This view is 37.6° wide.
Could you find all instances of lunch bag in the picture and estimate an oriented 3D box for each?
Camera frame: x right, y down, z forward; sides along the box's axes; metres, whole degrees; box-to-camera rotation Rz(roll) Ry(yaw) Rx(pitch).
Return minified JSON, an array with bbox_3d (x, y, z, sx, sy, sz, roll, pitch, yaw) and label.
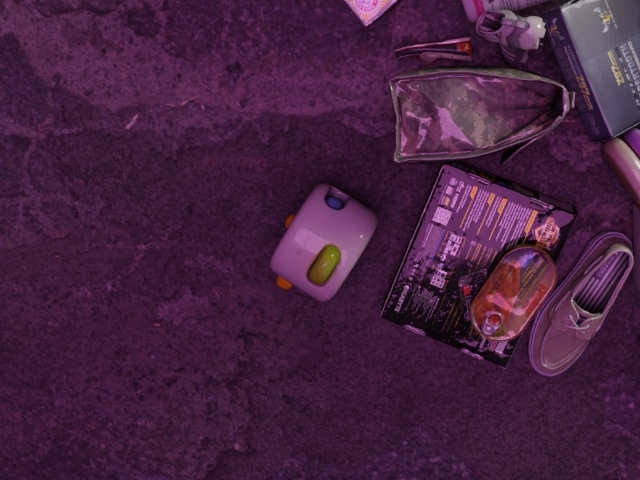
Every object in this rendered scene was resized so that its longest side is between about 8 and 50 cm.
[{"bbox_3d":[0.273,-0.211,1.571,0.287,0.235,0.169,-3,99,12],"label":"lunch bag"}]

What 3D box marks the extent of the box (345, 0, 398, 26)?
[{"bbox_3d":[0.060,-0.477,1.602,0.103,0.114,0.203,-39,97,18],"label":"box"}]

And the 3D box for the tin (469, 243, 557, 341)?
[{"bbox_3d":[0.342,0.093,1.668,0.106,0.040,0.190,33,108,4],"label":"tin"}]

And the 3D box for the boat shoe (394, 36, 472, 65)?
[{"bbox_3d":[0.199,-0.329,1.654,0.137,0.049,0.043,-6,106,7],"label":"boat shoe"}]

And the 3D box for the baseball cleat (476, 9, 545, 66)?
[{"bbox_3d":[0.308,-0.341,1.549,0.109,0.206,0.072,19,88,1],"label":"baseball cleat"}]

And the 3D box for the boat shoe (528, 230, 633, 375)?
[{"bbox_3d":[0.465,0.120,1.700,0.109,0.094,0.302,25,108,3],"label":"boat shoe"}]

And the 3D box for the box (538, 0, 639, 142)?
[{"bbox_3d":[0.481,-0.303,1.551,0.183,0.059,0.233,-28,99,-24],"label":"box"}]

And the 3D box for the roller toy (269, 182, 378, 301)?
[{"bbox_3d":[0.000,0.000,1.704,0.146,0.209,0.191,32,69,0],"label":"roller toy"}]

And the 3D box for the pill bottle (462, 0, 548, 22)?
[{"bbox_3d":[0.359,-0.469,1.526,0.283,0.160,0.160,-15,102,14],"label":"pill bottle"}]

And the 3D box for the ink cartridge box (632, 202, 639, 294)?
[{"bbox_3d":[0.663,0.013,1.638,0.218,0.092,0.158,-3,104,9],"label":"ink cartridge box"}]

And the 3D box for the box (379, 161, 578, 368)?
[{"bbox_3d":[0.284,0.041,1.722,0.257,0.079,0.322,21,107,2],"label":"box"}]

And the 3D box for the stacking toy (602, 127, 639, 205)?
[{"bbox_3d":[0.651,-0.193,1.575,0.330,0.141,0.141,-33,97,10],"label":"stacking toy"}]
